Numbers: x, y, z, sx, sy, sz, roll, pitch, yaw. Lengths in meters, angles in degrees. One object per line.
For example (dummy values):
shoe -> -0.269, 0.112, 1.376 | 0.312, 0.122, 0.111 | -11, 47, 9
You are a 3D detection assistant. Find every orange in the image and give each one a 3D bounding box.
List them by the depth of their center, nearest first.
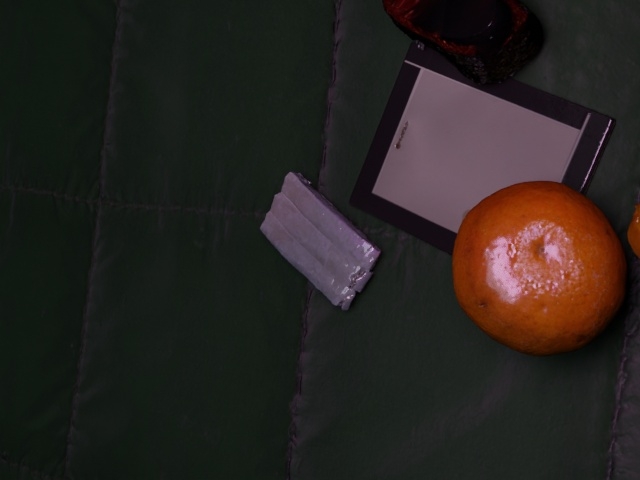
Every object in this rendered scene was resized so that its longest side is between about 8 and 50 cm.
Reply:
orange -> 0.275, 0.035, 1.453 | 0.224, 0.170, 0.224 | 0, 79, 2

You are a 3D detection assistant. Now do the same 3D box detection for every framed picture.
framed picture -> 0.215, -0.108, 1.615 | 0.347, 0.016, 0.265 | 27, 102, 34

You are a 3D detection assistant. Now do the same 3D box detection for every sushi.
sushi -> 0.195, -0.311, 1.579 | 0.225, 0.126, 0.136 | 40, 99, 38

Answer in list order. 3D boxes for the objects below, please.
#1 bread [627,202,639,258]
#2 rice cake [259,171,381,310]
bread -> 0.477, 0.028, 1.368 | 0.245, 0.094, 0.102 | 44, 117, 30
rice cake -> 0.000, 0.000, 1.749 | 0.211, 0.038, 0.124 | 39, 108, 31
